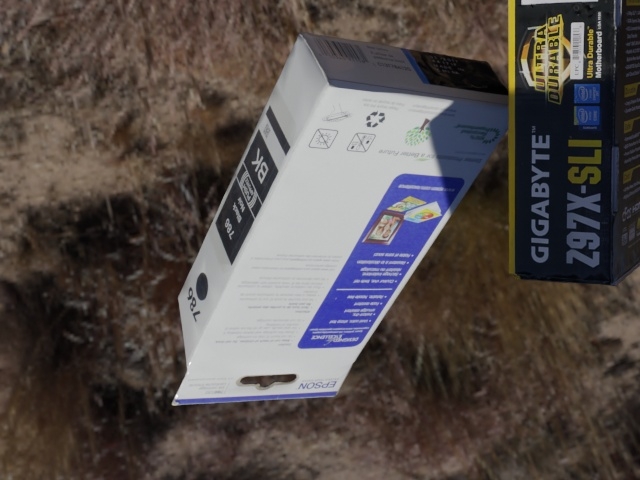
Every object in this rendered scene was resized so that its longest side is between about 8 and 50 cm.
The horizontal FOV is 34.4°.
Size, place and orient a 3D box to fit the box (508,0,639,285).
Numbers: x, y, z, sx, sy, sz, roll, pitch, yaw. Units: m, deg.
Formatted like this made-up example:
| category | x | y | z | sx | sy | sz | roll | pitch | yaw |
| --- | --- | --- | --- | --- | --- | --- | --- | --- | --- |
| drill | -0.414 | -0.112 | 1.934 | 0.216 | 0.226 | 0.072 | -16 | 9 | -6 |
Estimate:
| category | x | y | z | sx | sy | sz | roll | pitch | yaw |
| --- | --- | --- | --- | --- | --- | --- | --- | --- | --- |
| box | 0.233 | -0.125 | 0.787 | 0.079 | 0.257 | 0.322 | 3 | -167 | 31 |

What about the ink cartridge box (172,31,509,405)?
| category | x | y | z | sx | sy | sz | roll | pitch | yaw |
| --- | --- | --- | --- | --- | --- | --- | --- | --- | --- |
| ink cartridge box | 0.000 | 0.000 | 0.794 | 0.165 | 0.065 | 0.332 | 2 | 133 | -32 |
